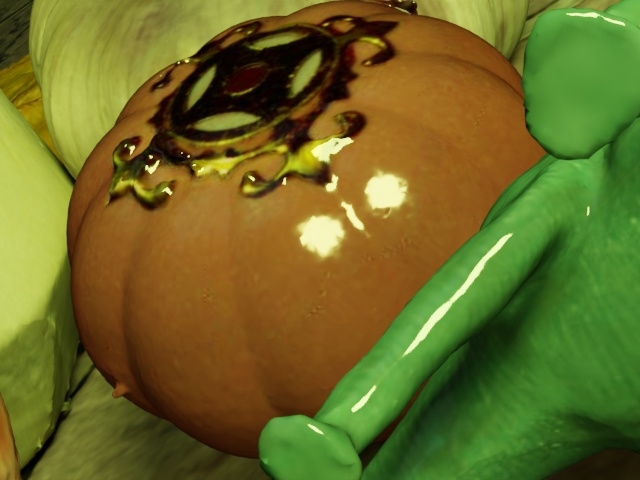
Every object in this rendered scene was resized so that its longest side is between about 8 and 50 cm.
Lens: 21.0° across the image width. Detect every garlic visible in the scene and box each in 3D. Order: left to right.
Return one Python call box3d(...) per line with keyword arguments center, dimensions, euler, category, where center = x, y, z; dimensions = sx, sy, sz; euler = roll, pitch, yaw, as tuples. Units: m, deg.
box3d(center=(-0.035, -0.149, 0.810), dimensions=(0.245, 0.253, 0.245), euler=(-15, 27, 8), category="garlic")

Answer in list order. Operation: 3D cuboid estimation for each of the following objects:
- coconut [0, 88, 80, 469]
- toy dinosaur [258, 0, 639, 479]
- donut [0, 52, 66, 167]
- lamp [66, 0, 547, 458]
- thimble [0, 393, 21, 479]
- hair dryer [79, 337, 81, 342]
box3d(center=(-0.271, 0.001, 0.810), dimensions=(0.323, 0.323, 0.323), euler=(-34, 18, 13), category="coconut")
box3d(center=(0.127, -0.034, 0.486), dimensions=(0.383, 0.129, 0.331), euler=(-51, -3, 35), category="toy dinosaur")
box3d(center=(-0.225, -0.022, 1.126), dimensions=(0.303, 0.110, 0.303), euler=(-33, 17, 11), category="donut")
box3d(center=(0.000, 0.000, 0.608), dimensions=(0.182, 0.140, 0.182), euler=(-19, 35, 14), category="lamp")
box3d(center=(-0.229, 0.112, 0.613), dimensions=(0.239, 0.239, 0.162), euler=(-34, 17, 12), category="thimble")
box3d(center=(-0.094, -0.017, 0.967), dimensions=(0.195, 0.050, 0.173), euler=(-50, 20, -25), category="hair dryer")
